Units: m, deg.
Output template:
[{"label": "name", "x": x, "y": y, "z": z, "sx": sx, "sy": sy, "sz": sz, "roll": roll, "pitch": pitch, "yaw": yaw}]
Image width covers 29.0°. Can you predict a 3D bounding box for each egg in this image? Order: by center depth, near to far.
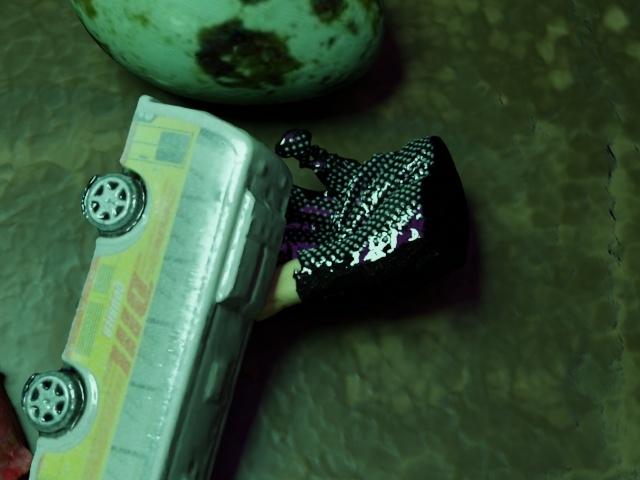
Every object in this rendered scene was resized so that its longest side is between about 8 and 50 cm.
[{"label": "egg", "x": -0.064, "y": -0.175, "z": 0.845, "sx": 0.231, "sy": 0.169, "sz": 0.169, "roll": 23, "pitch": 65, "yaw": -10}]

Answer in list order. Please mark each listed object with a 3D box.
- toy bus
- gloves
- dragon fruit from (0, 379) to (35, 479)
[{"label": "toy bus", "x": -0.096, "y": 0.052, "z": 0.741, "sx": 0.106, "sy": 0.092, "sz": 0.268, "roll": 11, "pitch": 80, "yaw": 23}, {"label": "gloves", "x": 0.001, "y": -0.001, "z": 0.822, "sx": 0.180, "sy": 0.106, "sz": 0.129, "roll": -14, "pitch": 62, "yaw": 20}, {"label": "dragon fruit", "x": -0.270, "y": 0.162, "z": 0.696, "sx": 0.163, "sy": 0.189, "sz": 0.262, "roll": 21, "pitch": 66, "yaw": 38}]
